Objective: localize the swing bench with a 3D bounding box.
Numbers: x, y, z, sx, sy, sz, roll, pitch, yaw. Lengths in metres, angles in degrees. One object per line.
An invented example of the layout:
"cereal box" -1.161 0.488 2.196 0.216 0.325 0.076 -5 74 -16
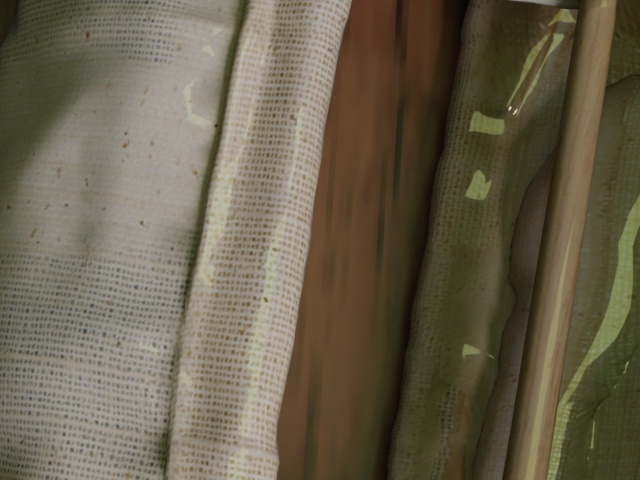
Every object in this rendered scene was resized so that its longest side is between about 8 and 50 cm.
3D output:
"swing bench" 0.000 0.000 0.451 0.255 0.165 0.253 15 74 -14
